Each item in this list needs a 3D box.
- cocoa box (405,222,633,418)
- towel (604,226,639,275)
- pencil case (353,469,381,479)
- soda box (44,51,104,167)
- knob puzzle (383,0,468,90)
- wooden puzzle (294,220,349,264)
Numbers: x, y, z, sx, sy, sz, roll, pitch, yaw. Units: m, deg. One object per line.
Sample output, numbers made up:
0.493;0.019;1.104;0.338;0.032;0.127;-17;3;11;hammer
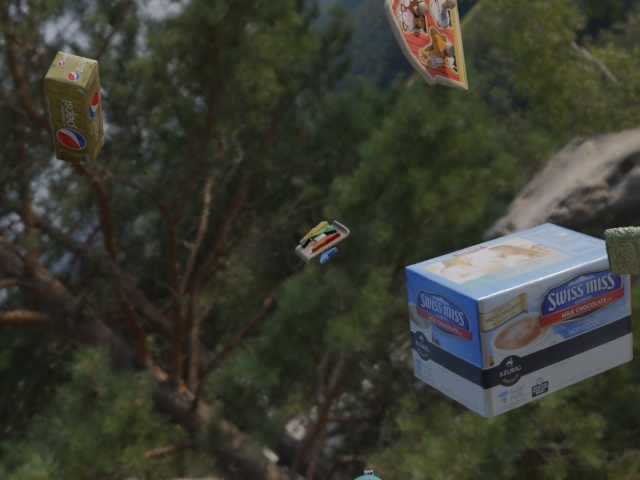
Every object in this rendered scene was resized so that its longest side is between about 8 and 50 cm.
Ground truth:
0.362;0.132;1.814;0.347;0.228;0.231;-16;20;-24;cocoa box
0.479;0.014;1.478;0.110;0.148;0.027;-6;63;21;towel
0.083;0.413;1.494;0.070;0.064;0.152;-10;21;-6;pencil case
-0.361;-0.190;1.472;0.181;0.061;0.058;102;-177;-54;soda box
0.164;-0.328;1.502;0.030;0.213;0.213;-14;27;39;knob puzzle
0.000;0.000;1.370;0.078;0.014;0.116;-39;21;-13;wooden puzzle
